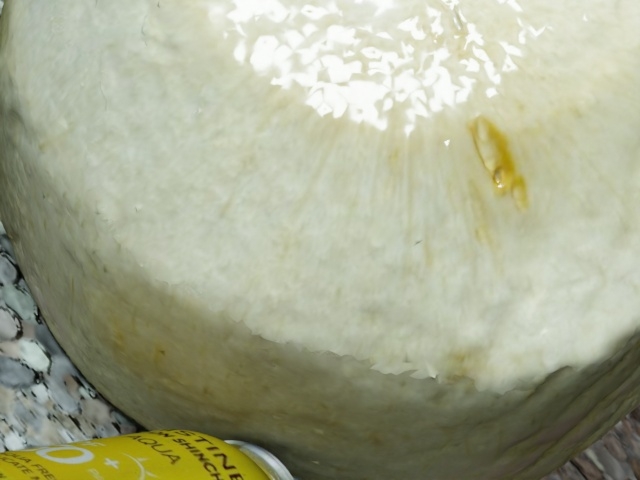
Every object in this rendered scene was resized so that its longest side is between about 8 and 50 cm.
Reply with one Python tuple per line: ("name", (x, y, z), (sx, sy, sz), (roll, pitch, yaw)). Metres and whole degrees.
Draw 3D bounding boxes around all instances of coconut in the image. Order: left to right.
("coconut", (0.026, -0.054, 0.959), (0.415, 0.415, 0.345), (26, 66, -31))

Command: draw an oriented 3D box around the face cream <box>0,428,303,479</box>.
("face cream", (-0.120, 0.139, 0.795), (0.348, 0.105, 0.105), (-1, 53, -52))
